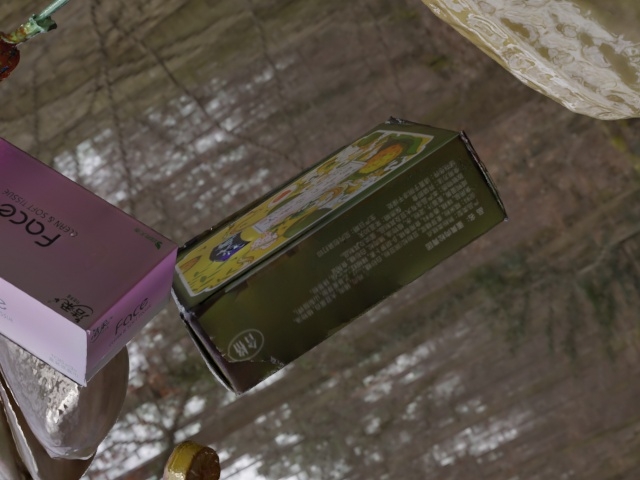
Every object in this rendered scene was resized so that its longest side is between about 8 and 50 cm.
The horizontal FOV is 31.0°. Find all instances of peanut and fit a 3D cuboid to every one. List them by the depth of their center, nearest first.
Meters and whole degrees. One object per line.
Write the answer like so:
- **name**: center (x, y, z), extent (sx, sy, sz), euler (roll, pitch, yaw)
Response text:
- **peanut**: center (0.147, -0.206, 0.770), extent (0.340, 0.174, 0.158), euler (29, -174, -28)

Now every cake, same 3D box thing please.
- **cake**: center (-0.165, 0.298, 1.470), extent (0.084, 0.044, 0.084), euler (-18, -68, -55)

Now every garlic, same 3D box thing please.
- **garlic**: center (-0.393, 0.201, 1.658), extent (0.325, 0.279, 0.132), euler (52, -157, 15)

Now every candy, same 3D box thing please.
- **candy**: center (-0.259, -0.205, 1.056), extent (0.060, 0.201, 0.060), euler (49, -159, -27)

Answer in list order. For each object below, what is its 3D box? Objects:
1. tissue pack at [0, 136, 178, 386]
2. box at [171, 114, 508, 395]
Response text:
- **tissue pack**: center (-0.278, 0.010, 1.114), extent (0.246, 0.092, 0.148), euler (29, -134, 14)
- **box**: center (0.000, 0.000, 1.552), extent (0.138, 0.420, 0.373), euler (58, 175, -14)
